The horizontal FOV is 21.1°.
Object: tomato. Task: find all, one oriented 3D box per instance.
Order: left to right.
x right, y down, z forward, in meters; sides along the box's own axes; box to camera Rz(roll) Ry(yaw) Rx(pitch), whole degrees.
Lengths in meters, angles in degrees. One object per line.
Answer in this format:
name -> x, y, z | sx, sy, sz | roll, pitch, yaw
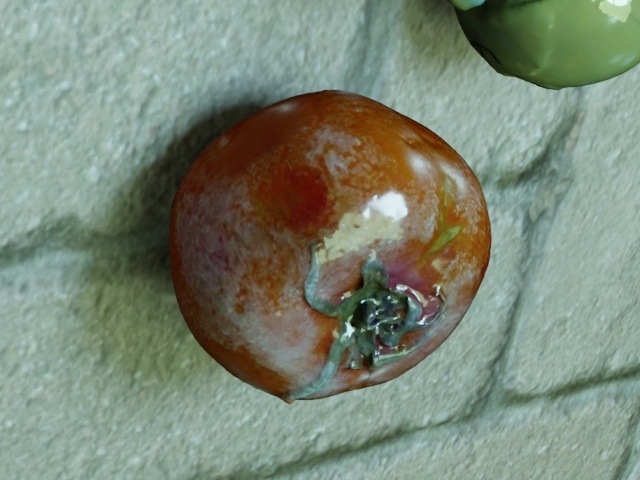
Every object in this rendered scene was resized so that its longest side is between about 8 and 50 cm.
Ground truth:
tomato -> -0.003, -0.002, 1.225 | 0.232, 0.188, 0.232 | -13, 128, -17

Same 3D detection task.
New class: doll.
doll -> 0.148, -0.210, 1.231 | 0.261, 0.177, 0.161 | 34, 93, -44
